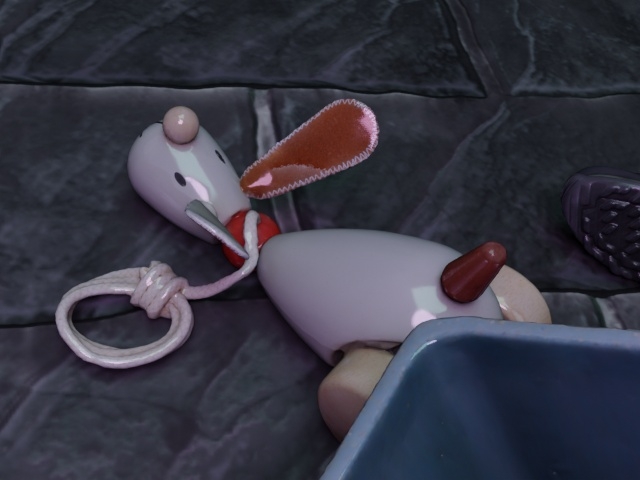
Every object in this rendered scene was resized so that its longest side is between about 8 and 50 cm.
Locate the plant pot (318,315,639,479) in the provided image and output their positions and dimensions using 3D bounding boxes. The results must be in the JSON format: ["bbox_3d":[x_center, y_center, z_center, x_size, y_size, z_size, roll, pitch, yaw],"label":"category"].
[{"bbox_3d":[0.128,0.207,0.288,0.247,0.252,0.248,0,40,41],"label":"plant pot"}]

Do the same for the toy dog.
[{"bbox_3d":[0.000,0.000,0.529,0.333,0.161,0.220,20,47,6],"label":"toy dog"}]

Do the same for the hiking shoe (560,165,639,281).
[{"bbox_3d":[0.306,-0.017,0.678,0.226,0.086,0.114,18,34,-3],"label":"hiking shoe"}]
